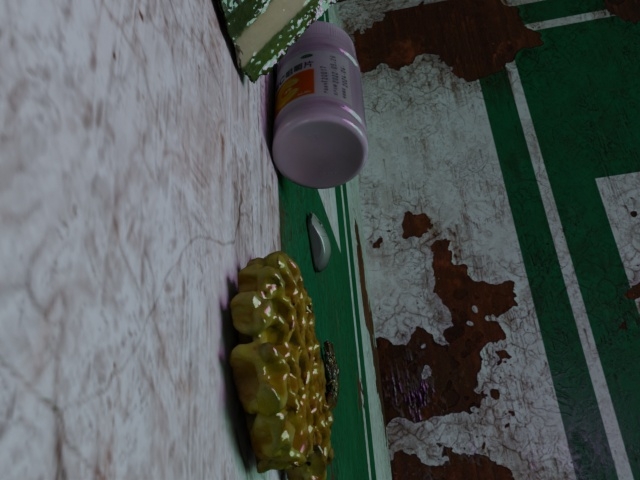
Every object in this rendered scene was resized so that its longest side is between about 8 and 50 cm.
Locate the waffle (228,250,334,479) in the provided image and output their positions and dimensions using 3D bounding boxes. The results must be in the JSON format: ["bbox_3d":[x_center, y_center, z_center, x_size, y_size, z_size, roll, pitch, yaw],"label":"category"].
[{"bbox_3d":[-0.032,0.135,0.585,0.253,0.056,0.249,-6,87,-84],"label":"waffle"}]

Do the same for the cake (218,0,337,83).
[{"bbox_3d":[-0.083,-0.335,0.742,0.284,0.172,0.158,-57,145,-24],"label":"cake"}]

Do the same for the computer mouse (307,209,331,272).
[{"bbox_3d":[0.000,0.000,1.053,0.056,0.032,0.110,-58,139,-80],"label":"computer mouse"}]

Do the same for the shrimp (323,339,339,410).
[{"bbox_3d":[0.016,0.221,0.974,0.083,0.023,0.115,-52,137,-76],"label":"shrimp"}]

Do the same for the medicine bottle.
[{"bbox_3d":[-0.002,-0.203,0.882,0.133,0.133,0.250,74,12,-47],"label":"medicine bottle"}]
